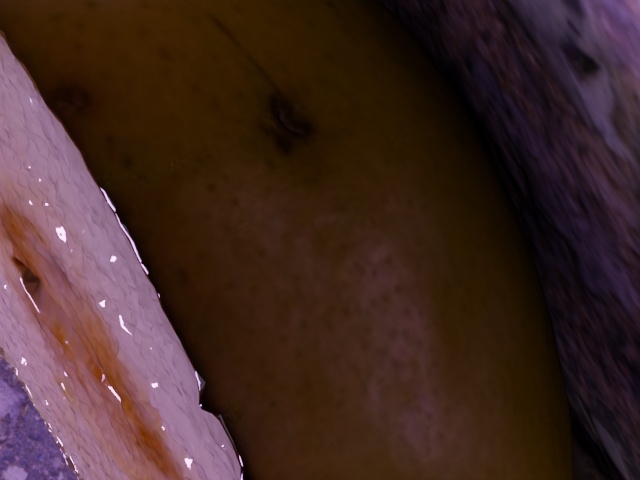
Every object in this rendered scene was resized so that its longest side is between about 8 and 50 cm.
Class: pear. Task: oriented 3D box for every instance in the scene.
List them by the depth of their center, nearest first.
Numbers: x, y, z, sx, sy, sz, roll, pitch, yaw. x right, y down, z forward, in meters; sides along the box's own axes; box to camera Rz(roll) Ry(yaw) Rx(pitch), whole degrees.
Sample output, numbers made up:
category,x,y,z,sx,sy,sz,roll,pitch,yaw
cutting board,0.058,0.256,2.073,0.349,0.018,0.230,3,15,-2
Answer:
category,x,y,z,sx,sy,sz,roll,pitch,yaw
pear,-0.026,0.005,0.657,0.386,0.191,0.340,49,157,29

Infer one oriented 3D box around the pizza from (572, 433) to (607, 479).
category,x,y,z,sx,sy,sz,roll,pitch,yaw
pizza,0.083,0.095,0.792,0.188,0.062,0.199,61,172,-25
